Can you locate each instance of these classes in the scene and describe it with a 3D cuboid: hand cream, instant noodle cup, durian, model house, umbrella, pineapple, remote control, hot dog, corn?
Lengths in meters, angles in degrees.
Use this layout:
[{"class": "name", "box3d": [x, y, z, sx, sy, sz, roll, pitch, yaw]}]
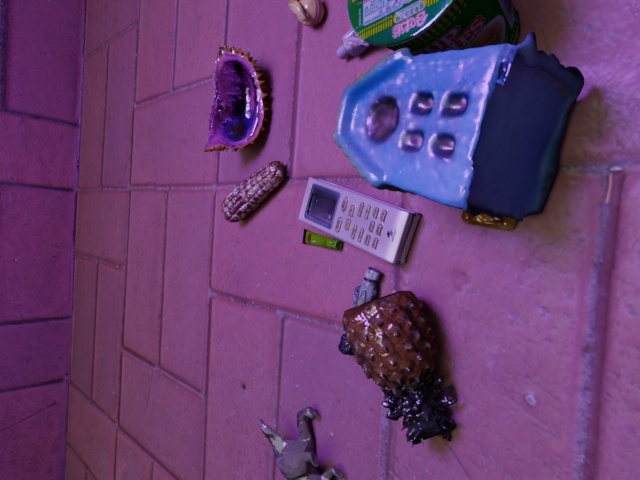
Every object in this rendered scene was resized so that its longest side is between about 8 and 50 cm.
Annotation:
[{"class": "hand cream", "box3d": [0.132, -0.424, 0.834, 0.257, 0.050, 0.084, -8, 80, 41]}, {"class": "instant noodle cup", "box3d": [0.191, -0.353, 0.641, 0.207, 0.232, 0.207, -6, 81, 44]}, {"class": "durian", "box3d": [-0.223, -0.368, 1.122, 0.186, 0.153, 0.261, -132, 51, -60]}, {"class": "model house", "box3d": [0.184, -0.159, 0.646, 0.303, 0.237, 0.216, 19, 103, 46]}, {"class": "umbrella", "box3d": [0.076, 0.144, 0.865, 0.050, 0.046, 0.188, 21, 103, 22]}, {"class": "pineapple", "box3d": [0.142, 0.232, 0.744, 0.157, 0.157, 0.279, -24, 83, 41]}, {"class": "hand cream", "box3d": [0.000, 0.000, 0.962, 0.122, 0.023, 0.036, 15, 102, 47]}, {"class": "remote control", "box3d": [0.066, -0.049, 0.877, 0.277, 0.055, 0.103, 26, 106, 41]}, {"class": "hot dog", "box3d": [0.270, -0.038, 0.694, 0.090, 0.034, 0.030, 14, 98, 44]}, {"class": "corn", "box3d": [-0.175, -0.124, 1.103, 0.237, 0.079, 0.080, -31, 67, 35]}]

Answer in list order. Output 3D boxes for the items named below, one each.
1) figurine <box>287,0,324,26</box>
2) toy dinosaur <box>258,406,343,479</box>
[{"class": "figurine", "box3d": [-0.046, -0.566, 0.995, 0.083, 0.083, 0.187, -39, 53, 36]}, {"class": "toy dinosaur", "box3d": [-0.033, 0.511, 0.938, 0.162, 0.077, 0.294, -45, 60, 34]}]
